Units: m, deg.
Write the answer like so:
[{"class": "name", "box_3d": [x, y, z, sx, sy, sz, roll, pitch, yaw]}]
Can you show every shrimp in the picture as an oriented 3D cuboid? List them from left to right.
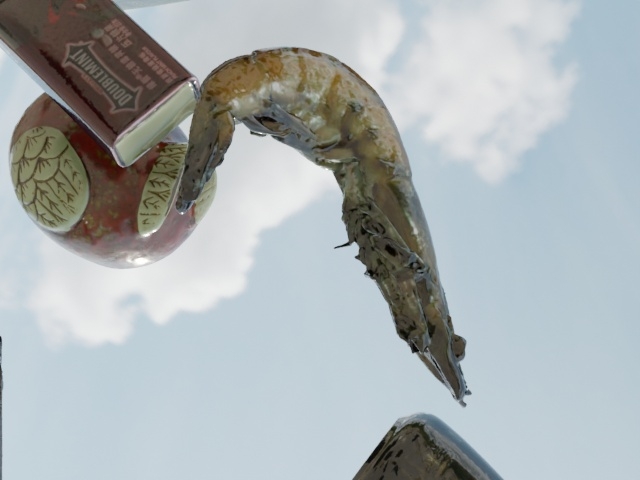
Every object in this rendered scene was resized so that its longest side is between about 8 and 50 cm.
[{"class": "shrimp", "box_3d": [0.000, 0.000, 0.756, 0.051, 0.198, 0.262, -27, -99, 46]}]

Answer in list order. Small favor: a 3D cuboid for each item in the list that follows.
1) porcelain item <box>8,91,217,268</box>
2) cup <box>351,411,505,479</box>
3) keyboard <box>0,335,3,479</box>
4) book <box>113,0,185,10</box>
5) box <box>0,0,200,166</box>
[{"class": "porcelain item", "box_3d": [-0.237, -0.101, 1.426, 0.253, 0.253, 0.253, -23, -129, 30]}, {"class": "cup", "box_3d": [0.106, 0.305, 1.300, 0.223, 0.176, 0.169, -44, 170, -49]}, {"class": "keyboard", "box_3d": [-0.344, 0.204, 1.273, 0.072, 0.023, 0.231, -115, -152, -49]}, {"class": "book", "box_3d": [-0.239, -0.326, 1.504, 0.160, 0.228, 0.024, -5, -93, 18]}, {"class": "box", "box_3d": [-0.235, -0.187, 1.248, 0.120, 0.069, 0.224, -40, -111, -13]}]
